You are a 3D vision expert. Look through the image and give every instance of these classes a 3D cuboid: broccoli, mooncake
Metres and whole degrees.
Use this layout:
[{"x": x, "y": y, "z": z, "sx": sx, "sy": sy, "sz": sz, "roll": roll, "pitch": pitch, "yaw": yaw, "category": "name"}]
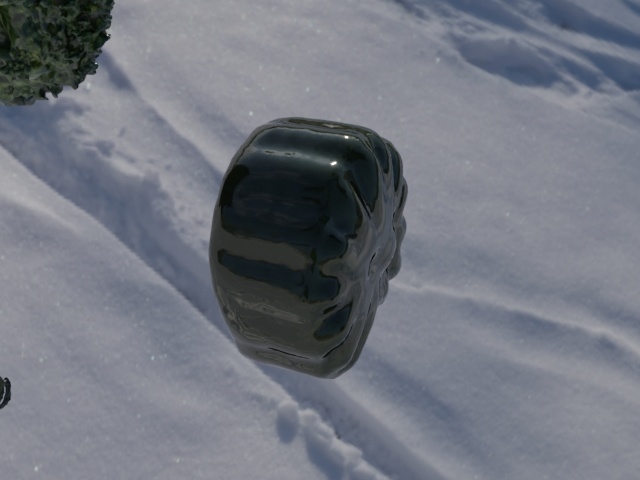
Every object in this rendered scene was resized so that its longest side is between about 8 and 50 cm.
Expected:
[{"x": -0.417, "y": -0.295, "z": 1.021, "sx": 0.302, "sy": 0.249, "sz": 0.375, "roll": 2, "pitch": 3, "yaw": -43, "category": "broccoli"}, {"x": 0.000, "y": 0.000, "z": 1.169, "sx": 0.187, "sy": 0.351, "sz": 0.351, "roll": 10, "pitch": 39, "yaw": 22, "category": "mooncake"}]

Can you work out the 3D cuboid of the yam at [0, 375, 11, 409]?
[{"x": -0.262, "y": 0.097, "z": 0.594, "sx": 0.130, "sy": 0.033, "sz": 0.027, "roll": 0, "pitch": 54, "yaw": 35, "category": "yam"}]
